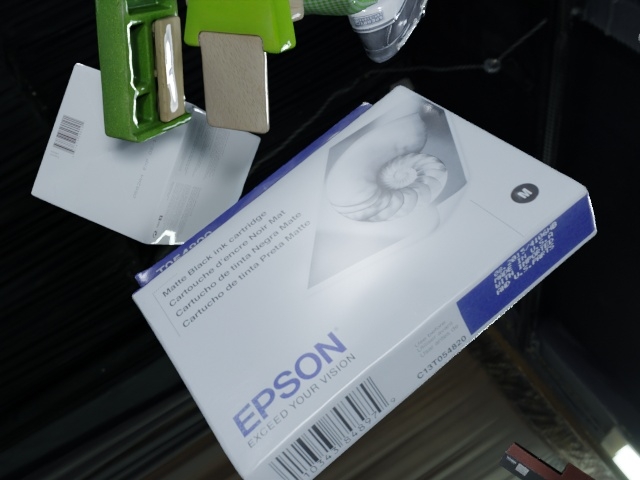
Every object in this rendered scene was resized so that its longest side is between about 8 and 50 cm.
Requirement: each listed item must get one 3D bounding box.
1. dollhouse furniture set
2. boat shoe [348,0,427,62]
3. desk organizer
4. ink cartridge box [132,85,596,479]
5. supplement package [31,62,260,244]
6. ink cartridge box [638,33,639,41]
[{"bbox_3d":[-0.063,-0.208,0.742,0.198,0.301,0.151,11,-63,21],"label":"dollhouse furniture set"},{"bbox_3d":[0.126,-0.389,1.098,0.108,0.301,0.102,-2,-46,26],"label":"boat shoe"},{"bbox_3d":[0.349,0.357,1.075,0.130,0.050,0.047,32,-36,23],"label":"desk organizer"},{"bbox_3d":[0.000,0.000,0.417,0.224,0.223,0.045,41,-13,47],"label":"ink cartridge box"},{"bbox_3d":[-0.252,-0.117,1.065,0.198,0.199,0.263,22,4,14],"label":"supplement package"},{"bbox_3d":[0.404,-0.170,0.514,0.197,0.114,0.273,50,-9,5],"label":"ink cartridge box"}]
